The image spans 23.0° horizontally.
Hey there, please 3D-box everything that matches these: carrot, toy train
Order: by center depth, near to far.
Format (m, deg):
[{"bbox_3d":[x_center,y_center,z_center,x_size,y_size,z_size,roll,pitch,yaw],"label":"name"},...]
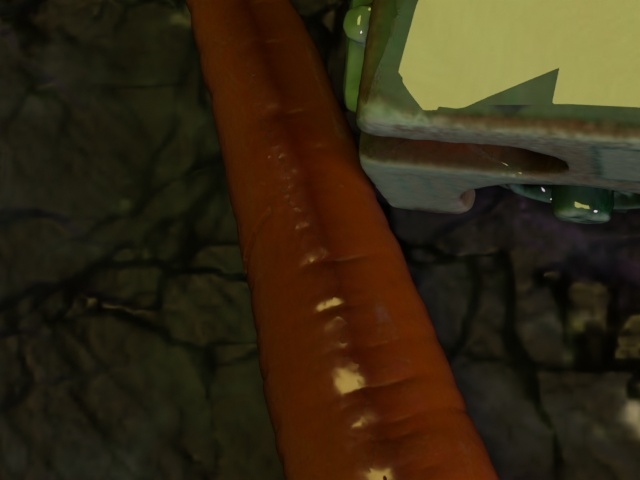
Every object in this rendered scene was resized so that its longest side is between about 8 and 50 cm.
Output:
[{"bbox_3d":[0.163,-0.064,0.466,0.326,0.159,0.129,6,82,13],"label":"toy train"},{"bbox_3d":[0.000,0.000,0.544,0.069,0.069,0.336,-20,69,9],"label":"carrot"}]
